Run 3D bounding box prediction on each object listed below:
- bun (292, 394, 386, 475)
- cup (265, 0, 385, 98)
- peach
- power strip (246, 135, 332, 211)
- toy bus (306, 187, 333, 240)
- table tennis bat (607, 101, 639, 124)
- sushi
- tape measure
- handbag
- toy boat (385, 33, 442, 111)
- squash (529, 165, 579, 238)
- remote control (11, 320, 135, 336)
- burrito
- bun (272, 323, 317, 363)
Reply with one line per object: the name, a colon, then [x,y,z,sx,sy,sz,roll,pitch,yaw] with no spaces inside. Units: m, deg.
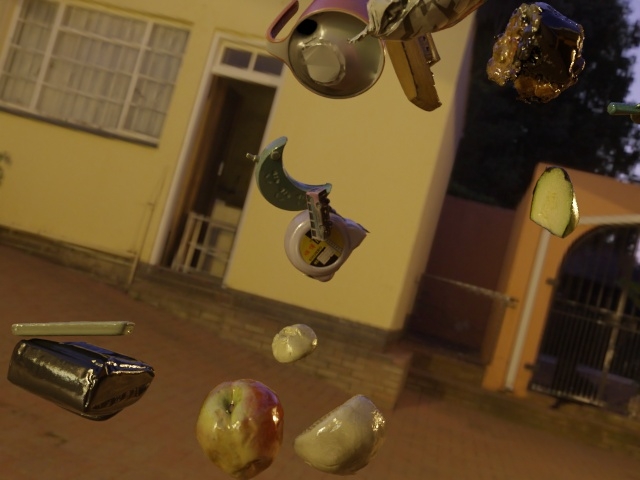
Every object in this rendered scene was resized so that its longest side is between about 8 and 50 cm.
bun: [0.042,0.350,1.350,0.113,0.167,0.173,56,10,11]
cup: [0.020,-0.404,1.474,0.226,0.263,0.182,7,-47,5]
peach: [-0.188,0.447,1.807,0.214,0.235,0.214,-5,31,3]
power strip: [-0.098,-0.175,2.142,0.253,0.168,0.054,42,14,-31]
toy bus: [-0.003,-0.064,1.864,0.052,0.130,0.037,15,35,37]
table tennis bat: [0.852,-0.345,2.046,0.201,0.033,0.124,0,-29,-12]
sushi: [0.494,-0.409,1.723,0.204,0.200,0.213,18,29,-17]
tape measure: [-0.001,-0.004,1.975,0.178,0.196,0.105,41,7,-22]
handbag: [-0.624,0.368,2.040,0.302,0.177,0.275,12,-9,25]
toy boat: [0.247,-0.494,2.050,0.122,0.321,0.089,-18,-4,-33]
squash: [0.681,-0.114,2.174,0.085,0.184,0.192,1,21,-20]
remote control: [-0.635,0.228,1.995,0.310,0.038,0.090,-2,-8,6]
burrito: [0.223,-0.405,1.070,0.139,0.445,0.101,46,8,-20]
bun: [-0.050,0.180,1.389,0.086,0.086,0.054,9,-51,61]
